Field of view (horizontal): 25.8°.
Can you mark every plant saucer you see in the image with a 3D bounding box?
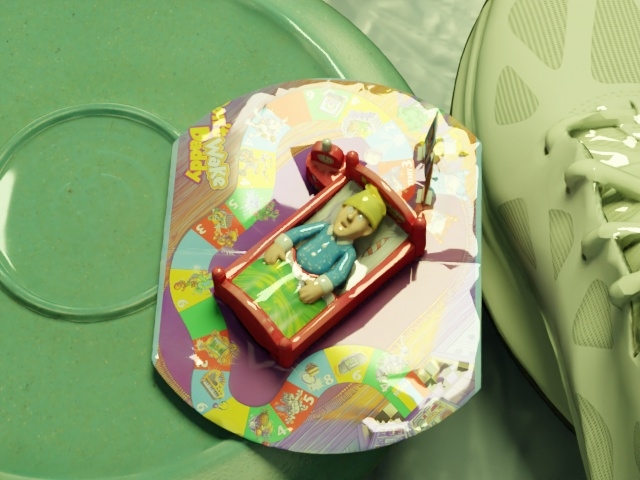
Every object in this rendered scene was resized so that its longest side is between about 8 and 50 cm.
[{"bbox_3d":[-0.097,-0.007,0.612,0.318,0.043,0.317,0,67,1],"label":"plant saucer"}]

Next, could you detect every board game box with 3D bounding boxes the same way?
[{"bbox_3d":[0.000,0.000,0.565,0.133,0.033,0.168,3,66,2],"label":"board game box"}]

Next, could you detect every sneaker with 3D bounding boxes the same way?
[{"bbox_3d":[0.163,0.013,0.509,0.169,0.257,0.447,-7,61,-6],"label":"sneaker"}]
